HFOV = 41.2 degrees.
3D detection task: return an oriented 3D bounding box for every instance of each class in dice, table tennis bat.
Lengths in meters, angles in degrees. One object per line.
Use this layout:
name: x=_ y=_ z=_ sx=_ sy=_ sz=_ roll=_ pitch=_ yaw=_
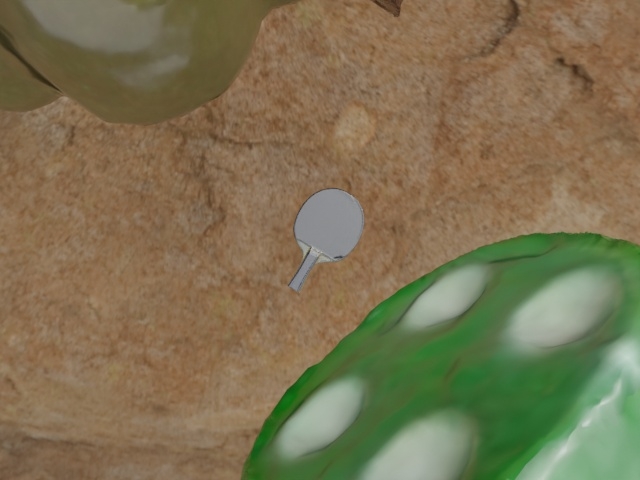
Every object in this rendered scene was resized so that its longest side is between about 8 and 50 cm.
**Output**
dice: x=0.143 y=0.185 z=0.543 sx=0.300 sy=0.297 sz=0.287 roll=-40 pitch=105 yaw=-17
table tennis bat: x=0.000 y=0.000 z=1.201 sx=0.095 sy=0.014 sz=0.158 roll=30 pitch=86 yaw=-2

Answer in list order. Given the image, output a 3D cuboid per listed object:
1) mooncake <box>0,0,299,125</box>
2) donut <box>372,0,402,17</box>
mooncake: x=-0.186 y=-0.336 z=0.731 sx=0.467 sy=0.467 sz=0.262 roll=-22 pitch=152 yaw=4
donut: x=0.063 y=-0.301 z=0.863 sx=0.144 sy=0.186 sz=0.126 roll=44 pitch=107 yaw=16
